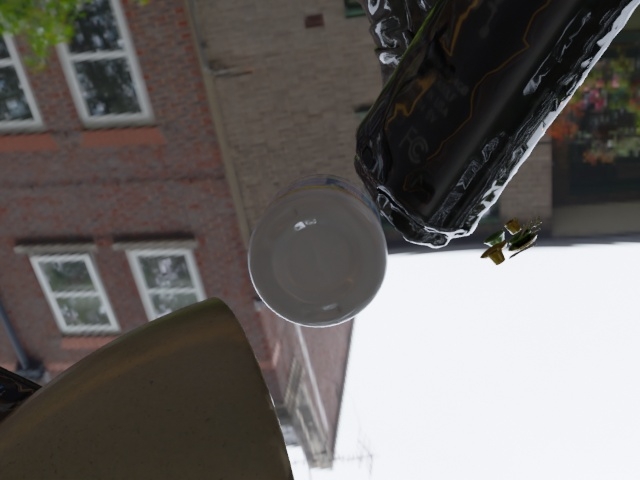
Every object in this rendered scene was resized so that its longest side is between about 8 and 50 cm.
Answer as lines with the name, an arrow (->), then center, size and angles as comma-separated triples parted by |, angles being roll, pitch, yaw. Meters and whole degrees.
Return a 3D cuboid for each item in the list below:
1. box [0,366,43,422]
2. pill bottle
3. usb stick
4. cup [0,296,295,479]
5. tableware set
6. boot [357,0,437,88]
box -> -0.470, 0.220, 0.993 | 0.293, 0.073, 0.295 | 15, -141, 39
pill bottle -> 0.000, 0.000, 1.142 | 0.152, 0.152, 0.272 | -9, -172, 2
usb stick -> 0.098, -0.119, 0.321 | 0.045, 0.278, 0.077 | 15, -149, -33
cup -> -0.174, 0.236, 0.874 | 0.237, 0.331, 0.331 | -12, -145, -17
tableware set -> 0.278, -0.001, 1.443 | 0.104, 0.024, 0.154 | -31, -172, 23
boot -> 0.113, -0.239, 0.704 | 0.118, 0.222, 0.338 | -23, 174, -24
